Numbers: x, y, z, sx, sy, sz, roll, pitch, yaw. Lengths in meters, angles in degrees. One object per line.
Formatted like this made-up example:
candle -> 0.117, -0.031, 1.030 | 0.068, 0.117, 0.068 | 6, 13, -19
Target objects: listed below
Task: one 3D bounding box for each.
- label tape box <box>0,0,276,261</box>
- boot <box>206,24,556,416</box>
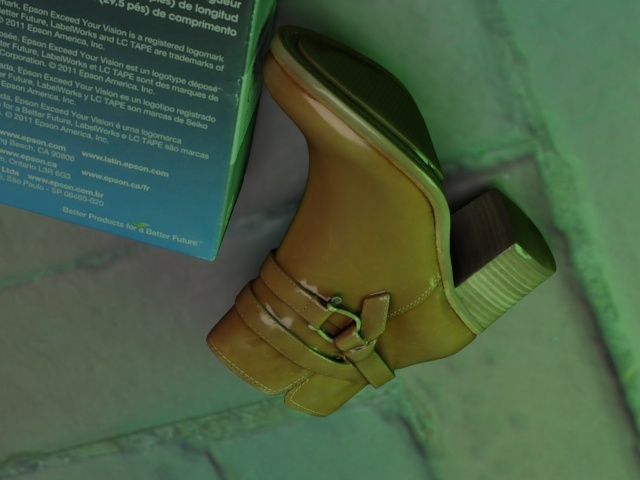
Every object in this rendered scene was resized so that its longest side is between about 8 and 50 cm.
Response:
label tape box -> -0.148, -0.166, 0.893 | 0.241, 0.106, 0.333 | 15, 131, 2
boot -> 0.000, 0.000, 0.982 | 0.220, 0.109, 0.283 | -35, 130, 20
